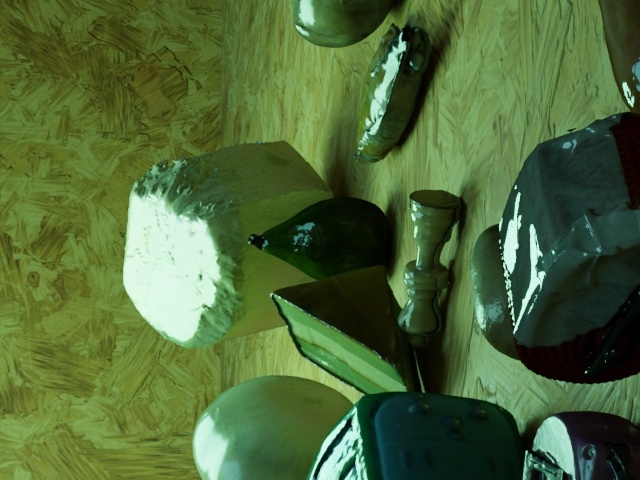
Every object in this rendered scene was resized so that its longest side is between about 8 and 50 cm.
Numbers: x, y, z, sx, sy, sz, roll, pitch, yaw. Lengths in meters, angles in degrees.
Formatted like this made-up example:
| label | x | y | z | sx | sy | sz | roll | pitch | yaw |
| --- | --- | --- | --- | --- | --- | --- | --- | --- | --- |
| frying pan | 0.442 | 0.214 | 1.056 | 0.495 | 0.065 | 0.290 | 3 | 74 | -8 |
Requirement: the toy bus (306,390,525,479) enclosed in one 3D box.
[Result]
| label | x | y | z | sx | sy | sz | roll | pitch | yaw |
| --- | --- | --- | --- | --- | --- | --- | --- | --- | --- |
| toy bus | 0.100 | 0.295 | 1.289 | 0.343 | 0.184 | 0.199 | -99 | 22 | -45 |

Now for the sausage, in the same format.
| label | x | y | z | sx | sy | sz | roll | pitch | yaw |
| --- | --- | --- | --- | --- | --- | --- | --- | --- | --- |
| sausage | 0.230 | -0.163 | 1.041 | 0.076 | 0.076 | 0.197 | 112 | 157 | -59 |

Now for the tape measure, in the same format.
| label | x | y | z | sx | sy | sz | roll | pitch | yaw |
| --- | --- | --- | --- | --- | --- | --- | --- | --- | --- |
| tape measure | 0.195 | 0.185 | 1.103 | 0.125 | 0.074 | 0.118 | -159 | 74 | -76 |

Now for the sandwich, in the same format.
| label | x | y | z | sx | sy | sz | roll | pitch | yaw |
| --- | --- | --- | --- | --- | --- | --- | --- | --- | --- |
| sandwich | 0.031 | 0.134 | 1.710 | 0.187 | 0.144 | 0.117 | -96 | -16 | -54 |

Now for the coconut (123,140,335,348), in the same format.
| label | x | y | z | sx | sy | sz | roll | pitch | yaw |
| --- | --- | --- | --- | --- | --- | --- | --- | --- | --- |
| coconut | -0.115 | -0.005 | 2.214 | 0.297 | 0.310 | 0.297 | 15 | 113 | 40 |

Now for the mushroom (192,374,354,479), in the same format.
| label | x | y | z | sx | sy | sz | roll | pitch | yaw |
| --- | --- | --- | --- | --- | --- | --- | --- | --- | --- |
| mushroom | -0.050 | 0.304 | 1.928 | 0.260 | 0.254 | 0.234 | -21 | -46 | -55 |

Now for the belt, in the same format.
| label | x | y | z | sx | sy | sz | roll | pitch | yaw |
| --- | --- | --- | --- | --- | --- | --- | --- | --- | --- |
| belt | 0.194 | 0.018 | 1.021 | 0.201 | 0.128 | 0.124 | 103 | 165 | -54 |

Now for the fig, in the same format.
| label | x | y | z | sx | sy | sz | roll | pitch | yaw |
| --- | --- | --- | --- | --- | --- | --- | --- | --- | --- |
| fig | 0.000 | 0.000 | 1.921 | 0.117 | 0.178 | 0.117 | 3 | -90 | -82 |

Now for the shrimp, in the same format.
| label | x | y | z | sx | sy | sz | roll | pitch | yaw |
| --- | --- | --- | --- | --- | --- | --- | --- | --- | --- |
| shrimp | 0.085 | -0.204 | 1.842 | 0.317 | 0.062 | 0.164 | 114 | 160 | -67 |

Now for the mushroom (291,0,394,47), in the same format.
| label | x | y | z | sx | sy | sz | roll | pitch | yaw |
| --- | --- | --- | --- | --- | --- | --- | --- | --- | --- |
| mushroom | 0.018 | -0.369 | 1.939 | 0.255 | 0.184 | 0.254 | -163 | 90 | -83 |

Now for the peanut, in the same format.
| label | x | y | z | sx | sy | sz | roll | pitch | yaw |
| --- | --- | --- | --- | --- | --- | --- | --- | --- | --- |
| peanut | 0.167 | 0.037 | 1.296 | 0.152 | 0.076 | 0.076 | -92 | 12 | -45 |

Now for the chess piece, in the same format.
| label | x | y | z | sx | sy | sz | roll | pitch | yaw |
| --- | --- | --- | --- | --- | --- | --- | --- | --- | --- |
| chess piece | 0.115 | 0.034 | 1.630 | 0.060 | 0.060 | 0.172 | -114 | 27 | -67 |
